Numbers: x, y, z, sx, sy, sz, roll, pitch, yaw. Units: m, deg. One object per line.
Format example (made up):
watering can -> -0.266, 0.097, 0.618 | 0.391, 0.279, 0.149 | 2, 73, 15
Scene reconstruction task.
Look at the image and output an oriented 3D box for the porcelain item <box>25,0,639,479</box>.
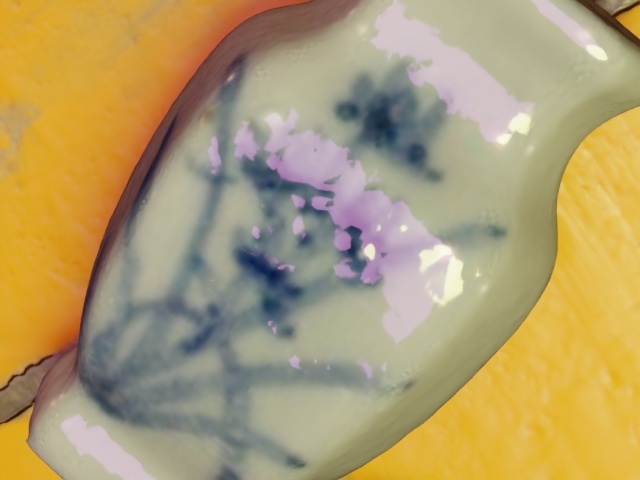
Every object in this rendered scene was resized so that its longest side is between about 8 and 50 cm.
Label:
porcelain item -> 0.000, 0.000, 0.734 | 0.242, 0.178, 0.405 | 39, 107, 4
